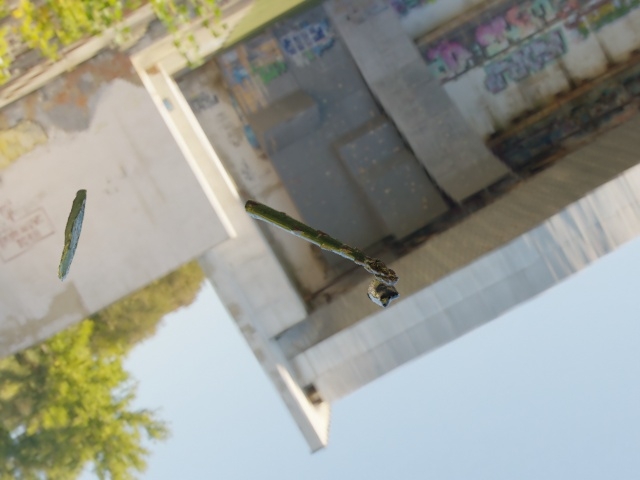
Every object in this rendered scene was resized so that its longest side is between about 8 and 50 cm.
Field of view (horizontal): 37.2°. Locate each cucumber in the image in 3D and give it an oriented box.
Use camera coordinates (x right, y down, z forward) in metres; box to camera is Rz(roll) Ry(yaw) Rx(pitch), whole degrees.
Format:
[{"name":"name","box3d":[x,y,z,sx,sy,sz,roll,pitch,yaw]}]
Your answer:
[{"name":"cucumber","box3d":[0.086,0.071,1.335,0.033,0.034,0.135,-32,180,-4]}]

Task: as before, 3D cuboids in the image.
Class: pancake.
[{"name":"pancake","box3d":[-0.274,-0.008,1.052,0.017,0.108,0.108,11,176,-14]}]

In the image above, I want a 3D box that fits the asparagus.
[{"name":"asparagus","box3d":[0.000,0.000,1.182,0.025,0.248,0.024,-62,149,-3]}]
